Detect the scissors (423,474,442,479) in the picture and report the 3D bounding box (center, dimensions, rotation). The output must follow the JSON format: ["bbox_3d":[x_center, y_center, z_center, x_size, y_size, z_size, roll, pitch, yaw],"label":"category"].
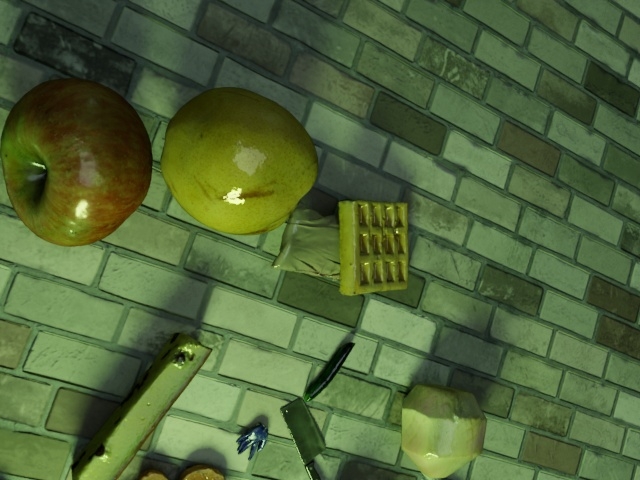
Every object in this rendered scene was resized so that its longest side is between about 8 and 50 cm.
[{"bbox_3d":[0.357,0.688,1.634,0.242,0.030,0.118,47,31,-7],"label":"scissors"}]

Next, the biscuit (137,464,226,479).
[{"bbox_3d":[-0.354,0.595,1.332,0.324,0.049,0.206,-28,103,-20],"label":"biscuit"}]

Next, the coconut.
[{"bbox_3d":[0.305,0.478,1.540,0.236,0.197,0.237,2,87,-28],"label":"coconut"}]

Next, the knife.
[{"bbox_3d":[-0.023,0.501,1.493,0.072,0.019,0.245,-24,98,-23],"label":"knife"}]

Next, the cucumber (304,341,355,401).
[{"bbox_3d":[0.023,0.321,1.504,0.184,0.033,0.036,-51,133,-15],"label":"cucumber"}]

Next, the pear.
[{"bbox_3d":[-0.170,-0.160,1.278,0.314,0.314,0.315,0,91,-24],"label":"pear"}]

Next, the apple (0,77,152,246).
[{"bbox_3d":[-0.446,-0.148,1.172,0.250,0.277,0.310,-16,112,-58],"label":"apple"}]

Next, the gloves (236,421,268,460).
[{"bbox_3d":[-0.156,0.466,1.429,0.086,0.026,0.064,-38,107,-19],"label":"gloves"}]

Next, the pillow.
[{"bbox_3d":[0.000,0.000,1.429,0.270,0.067,0.174,15,88,-50],"label":"pillow"}]

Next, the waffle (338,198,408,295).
[{"bbox_3d":[0.133,0.015,1.483,0.247,0.055,0.221,-1,90,-50],"label":"waffle"}]

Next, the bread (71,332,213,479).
[{"bbox_3d":[-0.369,0.348,1.275,0.077,0.138,0.361,41,75,-16],"label":"bread"}]
